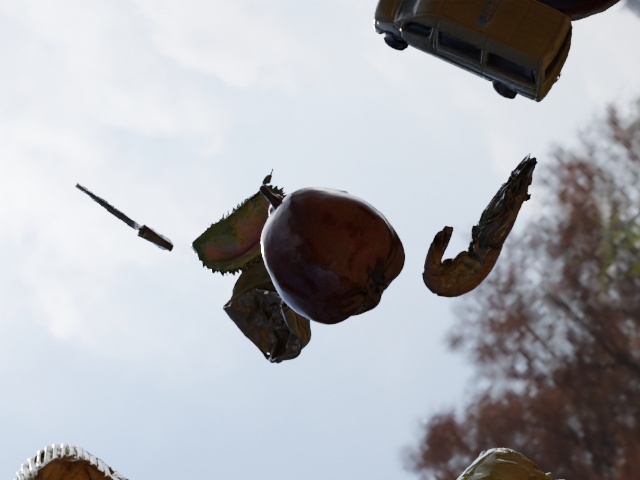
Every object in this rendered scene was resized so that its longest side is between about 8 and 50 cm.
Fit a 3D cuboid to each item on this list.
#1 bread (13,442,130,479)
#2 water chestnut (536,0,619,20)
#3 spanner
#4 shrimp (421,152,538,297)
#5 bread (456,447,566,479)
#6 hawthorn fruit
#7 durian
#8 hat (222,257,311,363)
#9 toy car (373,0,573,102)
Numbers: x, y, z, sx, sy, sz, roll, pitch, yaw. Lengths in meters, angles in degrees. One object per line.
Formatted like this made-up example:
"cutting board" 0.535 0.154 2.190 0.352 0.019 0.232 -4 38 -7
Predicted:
"bread" -0.363 0.430 2.080 0.250 0.179 0.133 45 173 -10
"water chestnut" 0.379 -0.493 2.247 0.350 0.350 0.302 54 172 29
"spanner" -0.363 -0.043 2.492 0.325 0.026 0.093 30 177 43
"shrimp" 0.269 -0.024 2.333 0.169 0.296 0.058 2 -149 -41
"bread" 0.230 0.397 1.500 0.160 0.333 0.333 8 172 38
"hawthorn fruit" 0.000 0.000 2.050 0.248 0.208 0.208 46 -163 19
"durian" -0.128 -0.016 2.525 0.137 0.221 0.095 55 -159 17
"hat" -0.057 0.102 2.583 0.214 0.244 0.149 2 137 53
"toy car" 0.189 -0.276 1.718 0.257 0.101 0.124 26 163 15
